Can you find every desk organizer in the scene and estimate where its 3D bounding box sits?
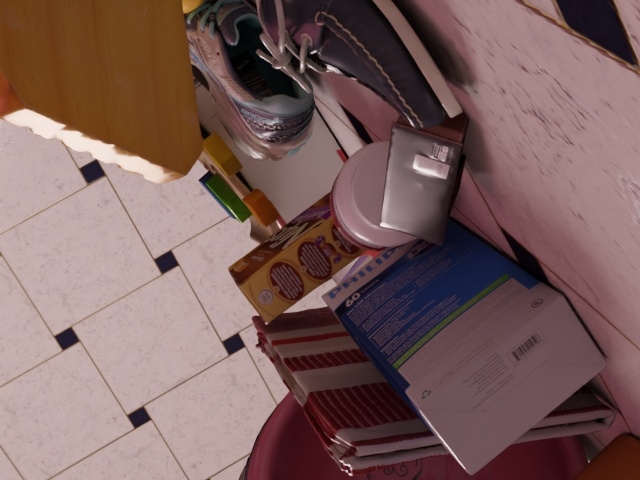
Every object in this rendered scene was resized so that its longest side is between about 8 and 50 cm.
[{"bbox_3d":[0.073,-0.054,0.863,0.047,0.050,0.130,19,153,9],"label":"desk organizer"}]

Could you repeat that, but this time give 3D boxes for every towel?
[{"bbox_3d":[0.087,0.120,1.171,0.329,0.237,0.037,-136,41,-68],"label":"towel"}]

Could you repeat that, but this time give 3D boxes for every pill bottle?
[{"bbox_3d":[0.053,-0.036,1.052,0.086,0.086,0.152,52,176,0],"label":"pill bottle"}]

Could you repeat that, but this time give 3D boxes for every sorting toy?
[{"bbox_3d":[-0.125,-0.082,1.427,0.229,0.041,0.307,53,175,-9],"label":"sorting toy"}]

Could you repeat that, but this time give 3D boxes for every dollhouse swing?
[{"bbox_3d":[-0.293,-0.214,1.115,0.347,0.315,0.305,23,-111,-61],"label":"dollhouse swing"}]

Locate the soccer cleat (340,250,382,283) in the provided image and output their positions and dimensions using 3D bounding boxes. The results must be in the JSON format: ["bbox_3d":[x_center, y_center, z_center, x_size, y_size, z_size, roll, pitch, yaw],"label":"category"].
[{"bbox_3d":[0.103,0.085,1.570,0.083,0.095,0.248,49,175,41],"label":"soccer cleat"}]

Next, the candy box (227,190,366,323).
[{"bbox_3d":[0.000,0.000,1.279,0.053,0.187,0.109,53,176,-13],"label":"candy box"}]

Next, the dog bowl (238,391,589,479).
[{"bbox_3d":[0.102,0.278,1.335,0.408,0.408,0.150,50,158,30],"label":"dog bowl"}]

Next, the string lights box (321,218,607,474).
[{"bbox_3d":[0.105,0.070,1.041,0.077,0.133,0.259,53,177,-22],"label":"string lights box"}]

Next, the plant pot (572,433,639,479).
[{"bbox_3d":[0.266,0.335,1.061,0.291,0.203,0.291,52,178,3],"label":"plant pot"}]

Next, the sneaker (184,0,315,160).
[{"bbox_3d":[-0.096,-0.217,1.277,0.283,0.110,0.122,49,160,5],"label":"sneaker"}]

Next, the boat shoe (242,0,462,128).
[{"bbox_3d":[-0.010,-0.145,0.800,0.254,0.079,0.095,50,176,29],"label":"boat shoe"}]

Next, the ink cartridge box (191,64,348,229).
[{"bbox_3d":[-0.075,-0.130,1.554,0.197,0.114,0.273,56,175,-39],"label":"ink cartridge box"}]
